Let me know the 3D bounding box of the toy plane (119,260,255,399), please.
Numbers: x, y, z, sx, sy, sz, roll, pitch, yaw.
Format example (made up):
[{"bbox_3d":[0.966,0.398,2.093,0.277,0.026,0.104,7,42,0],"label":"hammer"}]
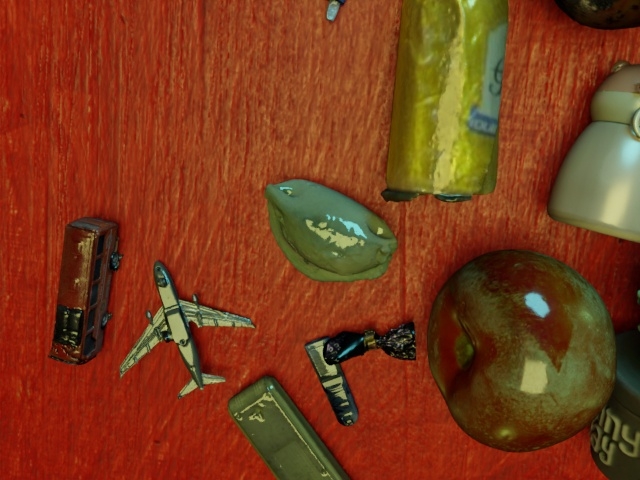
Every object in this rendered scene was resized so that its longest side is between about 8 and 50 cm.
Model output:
[{"bbox_3d":[-0.224,0.140,1.030,0.226,0.058,0.226,-20,99,-7],"label":"toy plane"}]

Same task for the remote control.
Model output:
[{"bbox_3d":[0.022,0.229,1.039,0.044,0.027,0.152,-21,96,13],"label":"remote control"}]

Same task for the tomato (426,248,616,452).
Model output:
[{"bbox_3d":[0.279,0.145,0.881,0.223,0.270,0.270,1,102,-19],"label":"tomato"}]

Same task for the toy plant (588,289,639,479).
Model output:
[{"bbox_3d":[0.474,0.160,0.858,0.185,0.279,0.400,24,126,37],"label":"toy plant"}]

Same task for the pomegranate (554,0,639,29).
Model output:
[{"bbox_3d":[0.391,-0.384,0.726,0.285,0.340,0.284,0,101,1],"label":"pomegranate"}]

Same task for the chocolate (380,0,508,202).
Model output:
[{"bbox_3d":[0.169,-0.272,0.861,0.162,0.162,0.445,3,100,5],"label":"chocolate"}]

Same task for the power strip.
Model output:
[{"bbox_3d":[-0.007,0.394,1.057,0.092,0.066,0.387,-34,93,9],"label":"power strip"}]

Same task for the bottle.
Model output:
[{"bbox_3d":[0.412,-0.125,0.877,0.148,0.147,0.236,14,97,3],"label":"bottle"}]

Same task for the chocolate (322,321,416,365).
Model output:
[{"bbox_3d":[0.077,0.158,1.000,0.147,0.072,0.070,0,98,0],"label":"chocolate"}]

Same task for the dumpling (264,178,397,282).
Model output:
[{"bbox_3d":[0.001,-0.002,0.956,0.217,0.105,0.149,30,102,-1],"label":"dumpling"}]

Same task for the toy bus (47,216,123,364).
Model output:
[{"bbox_3d":[-0.372,0.081,1.014,0.074,0.096,0.234,13,100,5],"label":"toy bus"}]

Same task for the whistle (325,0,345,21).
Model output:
[{"bbox_3d":[0.027,-0.356,0.927,0.033,0.029,0.083,17,95,-14],"label":"whistle"}]
